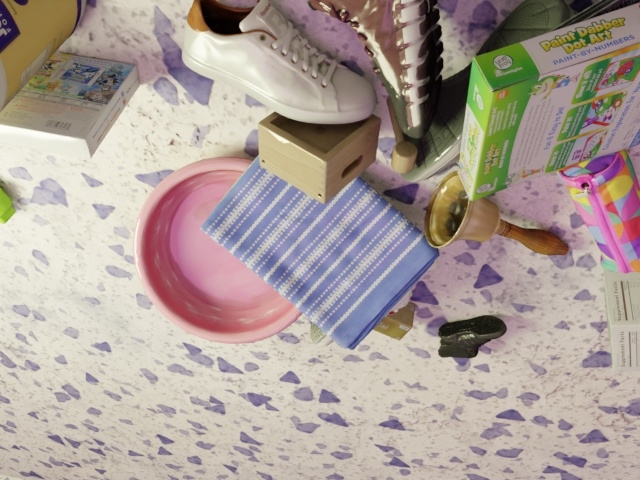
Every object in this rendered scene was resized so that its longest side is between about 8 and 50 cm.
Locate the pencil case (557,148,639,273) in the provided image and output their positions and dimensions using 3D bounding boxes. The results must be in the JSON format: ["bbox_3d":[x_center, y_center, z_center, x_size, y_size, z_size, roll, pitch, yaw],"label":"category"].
[{"bbox_3d":[0.431,-0.048,0.967,0.104,0.104,0.236,-19,129,33],"label":"pencil case"}]

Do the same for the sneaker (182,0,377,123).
[{"bbox_3d":[-0.052,-0.253,0.891,0.290,0.106,0.123,19,141,-1],"label":"sneaker"}]

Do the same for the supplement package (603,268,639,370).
[{"bbox_3d":[0.603,0.122,1.067,0.244,0.134,0.139,-5,135,22],"label":"supplement package"}]

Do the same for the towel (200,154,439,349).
[{"bbox_3d":[0.000,0.000,1.069,0.336,0.040,0.243,41,102,-7],"label":"towel"}]

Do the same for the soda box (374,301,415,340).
[{"bbox_3d":[0.094,0.131,1.294,0.181,0.061,0.058,24,138,-9],"label":"soda box"}]

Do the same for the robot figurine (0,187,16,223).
[{"bbox_3d":[-0.669,-0.085,1.302,0.101,0.067,0.115,2,138,34],"label":"robot figurine"}]

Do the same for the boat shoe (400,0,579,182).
[{"bbox_3d":[0.225,-0.183,0.877,0.103,0.118,0.320,15,136,-31],"label":"boat shoe"}]

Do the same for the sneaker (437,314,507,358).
[{"bbox_3d":[0.306,0.201,1.315,0.170,0.051,0.089,-12,132,34],"label":"sneaker"}]

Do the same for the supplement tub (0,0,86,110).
[{"bbox_3d":[-0.476,-0.283,0.825,0.241,0.331,0.241,9,138,8],"label":"supplement tub"}]

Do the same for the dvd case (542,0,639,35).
[{"bbox_3d":[0.375,-0.252,0.733,0.221,0.018,0.164,-29,153,25],"label":"dvd case"}]

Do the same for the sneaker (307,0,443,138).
[{"bbox_3d":[0.066,-0.271,0.834,0.162,0.106,0.282,5,119,24],"label":"sneaker"}]

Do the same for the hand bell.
[{"bbox_3d":[0.306,-0.018,1.057,0.242,0.126,0.126,16,140,-18],"label":"hand bell"}]

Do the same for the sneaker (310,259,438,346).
[{"bbox_3d":[0.094,0.102,1.185,0.129,0.111,0.297,31,117,-28],"label":"sneaker"}]

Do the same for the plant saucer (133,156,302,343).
[{"bbox_3d":[-0.156,0.015,1.145,0.332,0.084,0.332,1,104,3],"label":"plant saucer"}]

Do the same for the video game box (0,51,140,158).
[{"bbox_3d":[-0.408,-0.214,0.988,0.205,0.187,0.048,11,142,7],"label":"video game box"}]

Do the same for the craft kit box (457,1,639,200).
[{"bbox_3d":[0.296,-0.160,0.780,0.246,0.061,0.250,-21,155,-2],"label":"craft kit box"}]

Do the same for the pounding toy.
[{"bbox_3d":[0.045,-0.135,0.950,0.206,0.181,0.094,33,145,23],"label":"pounding toy"}]
